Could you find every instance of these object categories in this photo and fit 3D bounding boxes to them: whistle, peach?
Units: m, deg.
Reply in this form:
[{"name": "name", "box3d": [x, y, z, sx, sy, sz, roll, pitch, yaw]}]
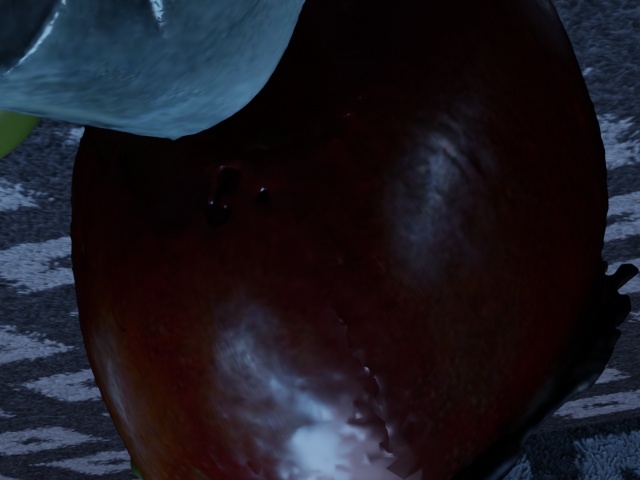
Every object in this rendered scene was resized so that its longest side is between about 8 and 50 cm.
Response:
[{"name": "whistle", "box3d": [-0.179, -0.178, 1.015, 0.405, 0.188, 0.168, 23, -170, 37]}, {"name": "peach", "box3d": [0.000, 0.000, 1.191, 0.353, 0.416, 0.339, 9, 164, -44]}]

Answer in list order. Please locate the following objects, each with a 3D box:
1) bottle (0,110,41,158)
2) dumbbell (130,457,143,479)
[{"name": "bottle", "box3d": [-0.248, -0.102, 1.271, 0.112, 0.112, 0.260, 9, 158, -41]}, {"name": "dumbbell", "box3d": [-0.089, 0.047, 1.491, 0.121, 0.302, 0.108, 1, 170, 12]}]
